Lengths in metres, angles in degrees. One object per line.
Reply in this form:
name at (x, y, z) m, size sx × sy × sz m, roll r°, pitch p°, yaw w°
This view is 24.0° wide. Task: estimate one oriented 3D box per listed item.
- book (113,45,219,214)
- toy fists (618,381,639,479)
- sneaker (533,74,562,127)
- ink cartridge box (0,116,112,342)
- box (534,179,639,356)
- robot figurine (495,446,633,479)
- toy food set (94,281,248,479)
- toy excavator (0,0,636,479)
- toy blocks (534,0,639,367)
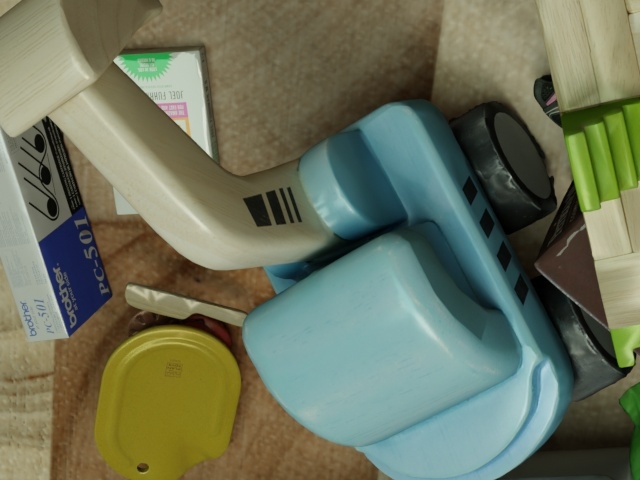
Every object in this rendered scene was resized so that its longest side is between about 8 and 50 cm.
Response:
book at (-0.140, -0.097, 1.326) m, size 0.096 × 0.035 × 0.144 m, roll -1°, pitch 110°, yaw 15°
toy fists at (0.361, 0.150, 1.142) m, size 0.096 × 0.279 × 0.142 m, roll 113°, pitch 140°, yaw -59°
sneaker at (0.226, -0.155, 1.159) m, size 0.077 × 0.072 × 0.178 m, roll 41°, pitch 113°, yaw 11°
ink cartridge box at (-0.254, -0.023, 1.355) m, size 0.046 × 0.097 × 0.207 m, roll -8°, pitch 109°, yaw 21°
box at (0.334, -0.101, 1.077) m, size 0.143 × 0.191 × 0.381 m, roll 38°, pitch 117°, yaw 0°
robot figurine at (0.216, 0.275, 1.264) m, size 0.353 × 0.199 × 0.300 m, roll -5°, pitch 148°, yaw 19°
toy food set at (-0.139, 0.122, 1.402) m, size 0.128 × 0.071 × 0.218 m, roll 8°, pitch 119°, yaw -11°
toy excavator at (0.000, 0.000, 1.092) m, size 0.222 × 0.445 × 0.433 m, roll -30°, pitch 84°, yaw 27°
toy blocks at (0.269, -0.119, 0.903) m, size 0.261 × 0.191 × 0.381 m, roll -13°, pitch 108°, yaw 11°
